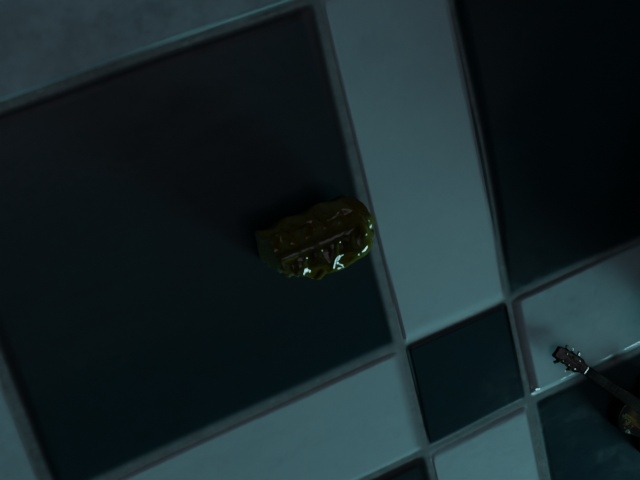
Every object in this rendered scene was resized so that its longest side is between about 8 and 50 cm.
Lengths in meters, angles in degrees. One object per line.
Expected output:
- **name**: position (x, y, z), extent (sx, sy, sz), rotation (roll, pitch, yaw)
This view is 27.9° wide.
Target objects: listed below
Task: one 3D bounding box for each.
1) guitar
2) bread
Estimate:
- **guitar**: position (0.335, 0.172, 1.432), extent (0.233, 0.025, 0.088), rotation (33, 92, -29)
- **bread**: position (0.000, 0.000, 1.197), extent (0.110, 0.060, 0.066), rotation (-23, 86, -17)
